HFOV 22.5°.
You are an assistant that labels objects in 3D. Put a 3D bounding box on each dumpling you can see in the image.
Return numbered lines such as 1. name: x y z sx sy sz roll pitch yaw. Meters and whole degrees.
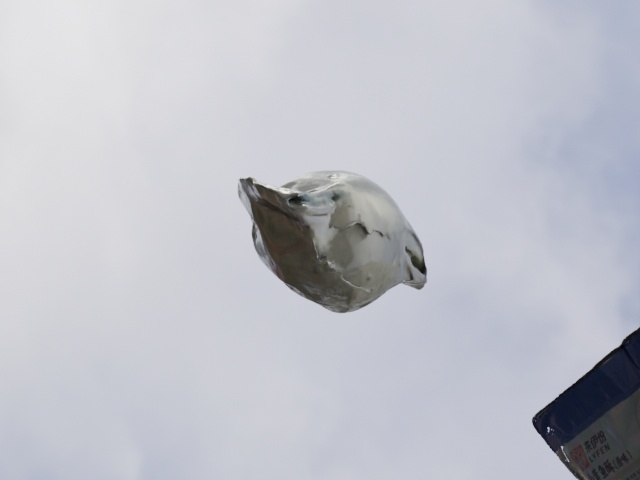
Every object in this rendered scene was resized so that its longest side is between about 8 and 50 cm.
1. dumpling: 0.000 0.000 1.282 0.127 0.188 0.108 -2 -113 50

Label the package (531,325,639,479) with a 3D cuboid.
1. package: 0.219 0.144 0.980 0.173 0.027 0.171 55 -35 13
